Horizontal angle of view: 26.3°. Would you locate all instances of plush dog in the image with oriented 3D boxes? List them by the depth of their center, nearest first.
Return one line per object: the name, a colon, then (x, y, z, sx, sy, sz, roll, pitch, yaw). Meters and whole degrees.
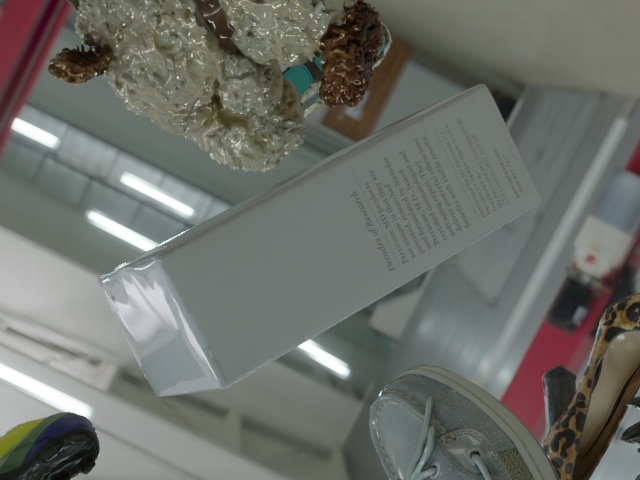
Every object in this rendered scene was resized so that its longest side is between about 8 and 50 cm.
plush dog: (-0.070, -0.187, 1.038, 0.210, 0.225, 0.262, -25, -89, -60)

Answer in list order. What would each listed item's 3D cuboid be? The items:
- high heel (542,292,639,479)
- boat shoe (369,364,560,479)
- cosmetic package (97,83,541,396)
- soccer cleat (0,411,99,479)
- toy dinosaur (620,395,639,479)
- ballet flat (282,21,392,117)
high heel: (0.357, 0.175, 1.597, 0.093, 0.261, 0.186, 28, -141, -20)
boat shoe: (0.113, 0.218, 0.948, 0.103, 0.118, 0.320, -6, -131, -30)
cosmetic package: (0.000, 0.000, 1.563, 0.161, 0.453, 0.230, 63, 155, -4)
soccer cleat: (-0.442, 0.315, 1.865, 0.289, 0.093, 0.121, -20, -155, -18)
toy dinosaur: (0.330, 0.147, 0.955, 0.322, 0.164, 0.218, -9, 159, -9)
ballet flat: (0.008, -0.240, 1.921, 0.091, 0.241, 0.077, 62, -152, 2)
